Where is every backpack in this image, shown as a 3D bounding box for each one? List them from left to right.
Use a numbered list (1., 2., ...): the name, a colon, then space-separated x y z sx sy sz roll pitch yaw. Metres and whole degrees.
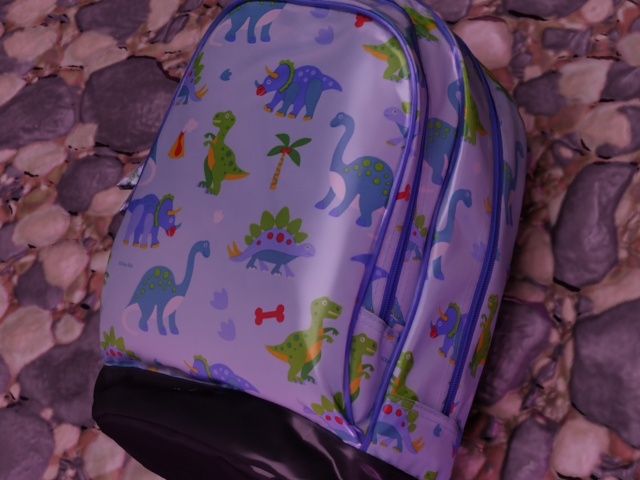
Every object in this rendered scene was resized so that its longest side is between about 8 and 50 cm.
1. backpack: 0.000 0.000 1.193 0.290 0.273 0.356 16 67 40
